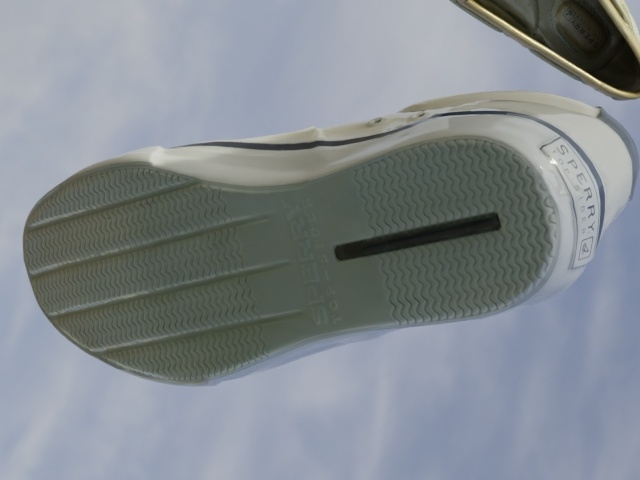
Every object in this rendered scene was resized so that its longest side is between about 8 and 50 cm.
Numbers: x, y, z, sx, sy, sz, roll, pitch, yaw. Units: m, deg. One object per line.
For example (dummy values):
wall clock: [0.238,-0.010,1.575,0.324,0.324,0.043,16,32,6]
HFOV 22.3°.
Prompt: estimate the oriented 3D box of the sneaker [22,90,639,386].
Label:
sneaker: [0.000,0.000,0.614,0.258,0.094,0.091,-4,-170,36]

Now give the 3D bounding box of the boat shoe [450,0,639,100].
boat shoe: [0.082,-0.109,0.666,0.056,0.153,0.048,-44,-143,12]
